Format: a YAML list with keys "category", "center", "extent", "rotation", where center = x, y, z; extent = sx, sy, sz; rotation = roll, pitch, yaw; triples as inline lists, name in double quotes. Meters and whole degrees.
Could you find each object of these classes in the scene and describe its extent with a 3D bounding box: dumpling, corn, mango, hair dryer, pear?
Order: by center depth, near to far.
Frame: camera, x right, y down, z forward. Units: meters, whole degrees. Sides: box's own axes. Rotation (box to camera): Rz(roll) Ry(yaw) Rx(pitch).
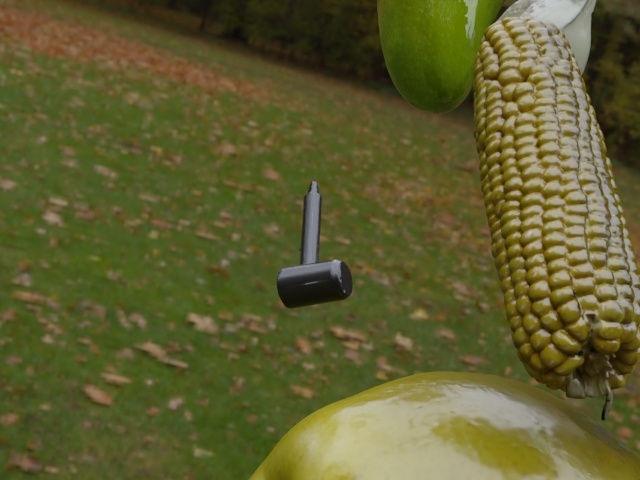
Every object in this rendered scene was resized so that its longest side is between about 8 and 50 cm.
- category: "corn"
  center: [0.165, -0.028, 0.814]
  extent: [0.101, 0.310, 0.101]
  rotation: [-5, -26, -2]
- category: "pear"
  center: [0.148, 0.213, 0.886]
  extent: [0.386, 0.191, 0.340]
  rotation: [26, 13, -33]
- category: "mango"
  center: [0.127, -0.271, 1.188]
  extent: [0.143, 0.293, 0.175]
  rotation: [0, -27, 24]
- category: "dumpling"
  center: [0.317, -0.292, 1.727]
  extent: [0.131, 0.252, 0.179]
  rotation: [6, 28, -32]
- category: "hair dryer"
  center: [-0.002, 0.000, 1.973]
  extent: [0.114, 0.248, 0.070]
  rotation: [-10, -37, 21]
